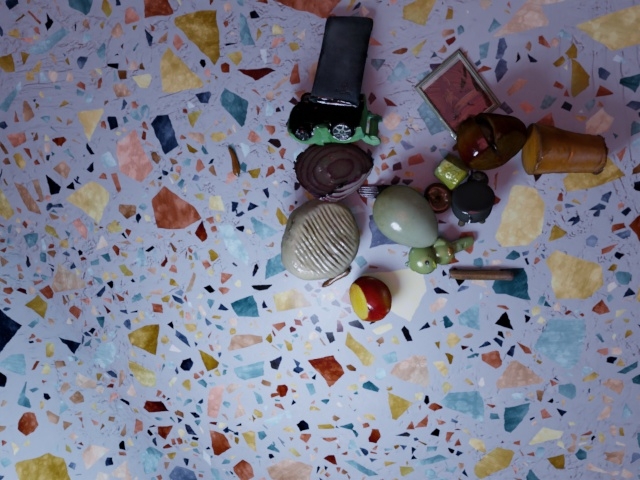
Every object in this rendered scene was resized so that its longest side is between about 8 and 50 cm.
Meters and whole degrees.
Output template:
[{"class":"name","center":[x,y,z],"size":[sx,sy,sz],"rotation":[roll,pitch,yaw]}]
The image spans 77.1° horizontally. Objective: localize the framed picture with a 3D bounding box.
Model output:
[{"class":"framed picture","center":[0.534,-0.565,1.565],"size":[0.216,0.016,0.273],"rotation":[-39,93,16]}]

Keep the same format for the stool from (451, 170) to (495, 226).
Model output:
[{"class":"stool","center":[0.609,-0.155,1.579],"size":[0.153,0.139,0.228],"rotation":[36,77,28]}]

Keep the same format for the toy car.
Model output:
[{"class":"toy car","center":[0.054,-0.470,1.591],"size":[0.357,0.176,0.214],"rotation":[-4,59,17]}]

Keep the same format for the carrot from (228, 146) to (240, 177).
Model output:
[{"class":"carrot","center":[-0.383,-0.348,1.785],"size":[0.035,0.035,0.142],"rotation":[-13,93,14]}]

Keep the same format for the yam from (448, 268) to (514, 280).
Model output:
[{"class":"yam","center":[0.675,0.145,1.692],"size":[0.263,0.046,0.046],"rotation":[1,103,10]}]

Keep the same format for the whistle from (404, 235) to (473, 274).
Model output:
[{"class":"whistle","center":[0.493,0.061,1.661],"size":[0.293,0.141,0.141],"rotation":[-14,100,14]}]

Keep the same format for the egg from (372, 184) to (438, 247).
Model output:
[{"class":"egg","center":[0.344,-0.088,1.609],"size":[0.295,0.218,0.218],"rotation":[43,107,-1]}]

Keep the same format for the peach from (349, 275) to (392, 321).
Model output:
[{"class":"peach","center":[0.208,0.253,1.735],"size":[0.192,0.190,0.190],"rotation":[23,107,-15]}]

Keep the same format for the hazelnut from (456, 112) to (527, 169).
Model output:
[{"class":"hazelnut","center":[0.636,-0.380,1.506],"size":[0.251,0.217,0.218],"rotation":[-17,100,4]}]

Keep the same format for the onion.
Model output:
[{"class":"onion","center":[0.046,-0.282,1.649],"size":[0.314,0.146,0.280],"rotation":[-34,58,-14]}]

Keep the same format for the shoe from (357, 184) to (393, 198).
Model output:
[{"class":"shoe","center":[0.233,-0.204,1.691],"size":[0.159,0.053,0.062],"rotation":[3,100,13]}]

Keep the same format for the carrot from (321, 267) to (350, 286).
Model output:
[{"class":"carrot","center":[0.068,0.171,1.822],"size":[0.165,0.036,0.036],"rotation":[-33,96,19]}]

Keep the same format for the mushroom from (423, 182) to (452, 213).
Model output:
[{"class":"mushroom","center":[0.476,-0.172,1.636],"size":[0.109,0.085,0.126],"rotation":[-4,106,-16]}]

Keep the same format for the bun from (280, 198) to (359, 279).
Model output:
[{"class":"bun","center":[0.000,0.000,1.698],"size":[0.325,0.234,0.363],"rotation":[25,88,-4]}]

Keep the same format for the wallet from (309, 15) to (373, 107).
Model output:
[{"class":"wallet","center":[0.082,-0.686,1.521],"size":[0.190,0.046,0.380],"rotation":[9,76,6]}]

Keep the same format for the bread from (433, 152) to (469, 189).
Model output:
[{"class":"bread","center":[0.519,-0.270,1.585],"size":[0.114,0.129,0.111],"rotation":[40,125,8]}]

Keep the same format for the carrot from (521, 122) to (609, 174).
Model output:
[{"class":"carrot","center":[0.892,-0.331,1.467],"size":[0.253,0.196,0.196],"rotation":[2,104,6]}]
